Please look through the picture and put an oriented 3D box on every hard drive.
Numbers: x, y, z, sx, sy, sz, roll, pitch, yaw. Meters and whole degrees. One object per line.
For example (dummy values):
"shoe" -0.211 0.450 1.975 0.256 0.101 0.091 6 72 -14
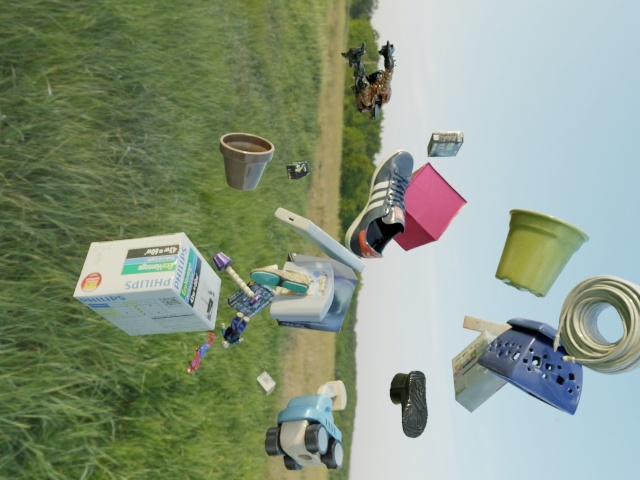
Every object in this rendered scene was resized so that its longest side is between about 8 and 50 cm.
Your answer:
"hard drive" 0.000 0.000 1.791 0.353 0.233 0.047 37 83 -39

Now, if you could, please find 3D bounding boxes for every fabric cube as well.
"fabric cube" 0.425 -0.141 1.973 0.259 0.254 0.258 -47 -176 -21

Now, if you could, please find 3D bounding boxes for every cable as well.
"cable" 0.759 0.223 1.184 0.257 0.089 0.256 -172 -86 -67

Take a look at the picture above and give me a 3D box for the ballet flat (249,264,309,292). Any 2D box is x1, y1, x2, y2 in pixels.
"ballet flat" -0.134 0.119 1.484 0.073 0.206 0.067 -52 -153 40

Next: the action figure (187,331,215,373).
"action figure" -0.313 0.295 1.167 0.115 0.030 0.038 -62 -155 -2

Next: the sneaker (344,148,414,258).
"sneaker" 0.207 -0.100 1.306 0.148 0.131 0.349 23 -91 59

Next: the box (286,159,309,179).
"box" -0.096 -0.296 1.880 0.083 0.052 0.062 -34 123 -44

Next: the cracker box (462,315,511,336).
"cracker box" 0.808 0.416 2.117 0.156 0.233 0.067 25 76 -56

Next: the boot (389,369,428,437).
"boot" 0.332 0.626 1.726 0.207 0.094 0.246 116 -15 -66

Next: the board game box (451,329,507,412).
"board game box" 0.669 0.544 1.900 0.224 0.098 0.303 -51 -179 22

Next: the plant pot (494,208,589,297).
"plant pot" 0.759 0.057 1.603 0.253 0.276 0.276 -65 175 0

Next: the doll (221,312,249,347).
"doll" -0.417 0.432 2.135 0.188 0.129 0.046 -58 178 12

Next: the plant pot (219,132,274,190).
"plant pot" -0.372 -0.374 2.201 0.263 0.263 0.229 -82 -175 -61

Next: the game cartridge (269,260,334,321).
"game cartridge" -0.051 0.168 1.574 0.297 0.198 0.062 -78 160 -58

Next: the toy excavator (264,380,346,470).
"toy excavator" -0.007 0.725 1.878 0.444 0.223 0.432 -80 149 -44

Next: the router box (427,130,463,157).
"router box" 0.390 -0.300 1.409 0.122 0.092 0.038 65 24 -78

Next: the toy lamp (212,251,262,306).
"toy lamp" -0.373 0.169 1.992 0.274 0.080 0.080 52 9 -4

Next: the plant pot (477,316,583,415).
"plant pot" 0.688 0.381 1.432 0.212 0.236 0.236 -59 -178 -5

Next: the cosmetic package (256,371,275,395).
"cosmetic package" -0.195 0.513 1.602 0.041 0.060 0.115 -38 165 -24

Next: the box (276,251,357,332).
"box" -0.029 0.238 2.027 0.182 0.297 0.293 -120 -137 -63

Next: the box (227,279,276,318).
"box" -0.372 0.320 2.477 0.175 0.220 0.051 44 14 -35

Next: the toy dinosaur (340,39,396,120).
"toy dinosaur" 0.175 -0.488 1.392 0.322 0.165 0.218 9 -73 61

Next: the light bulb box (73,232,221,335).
"light bulb box" -0.602 0.172 1.631 0.361 0.359 0.225 72 14 -55
